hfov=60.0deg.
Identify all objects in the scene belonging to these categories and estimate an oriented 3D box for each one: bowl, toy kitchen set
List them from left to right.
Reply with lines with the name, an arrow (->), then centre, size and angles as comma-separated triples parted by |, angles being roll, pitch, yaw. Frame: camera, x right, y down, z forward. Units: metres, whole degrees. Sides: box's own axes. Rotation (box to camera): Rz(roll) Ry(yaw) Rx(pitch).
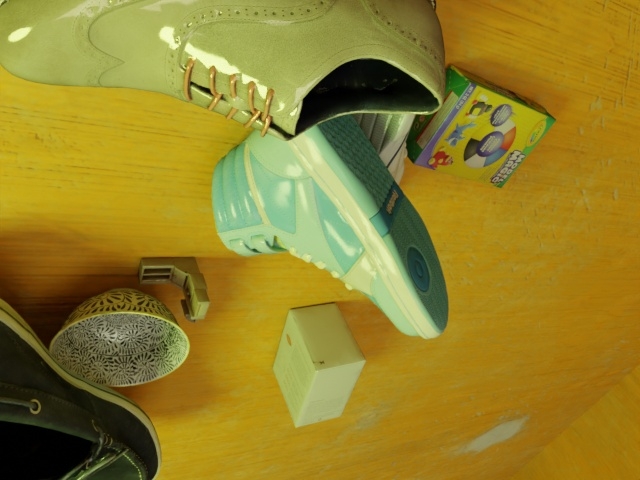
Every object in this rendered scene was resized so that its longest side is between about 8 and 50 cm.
bowl -> -0.261, 0.115, 0.731 | 0.170, 0.080, 0.170 | -9, 139, -8
toy kitchen set -> -0.197, 0.075, 0.732 | 0.075, 0.083, 0.068 | 0, 131, -31

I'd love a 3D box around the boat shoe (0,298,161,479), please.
boat shoe -> -0.343, 0.244, 0.671 | 0.187, 0.156, 0.500 | -17, 140, -2

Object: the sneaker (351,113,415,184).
sneaker -> 0.069, -0.122, 0.696 | 0.091, 0.094, 0.258 | -25, 148, -45

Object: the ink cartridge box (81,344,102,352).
ink cartridge box -> -0.351, 0.167, 0.781 | 0.048, 0.028, 0.083 | 23, 118, -43

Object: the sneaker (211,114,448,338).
sneaker -> 0.000, 0.000, 0.655 | 0.208, 0.319, 0.127 | -27, -170, 30

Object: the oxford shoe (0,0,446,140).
oxford shoe -> -0.072, -0.162, 0.469 | 0.397, 0.146, 0.140 | -8, 164, -11

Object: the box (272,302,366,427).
box -> -0.008, 0.214, 0.955 | 0.091, 0.130, 0.170 | -5, 135, -25

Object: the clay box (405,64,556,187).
clay box -> 0.230, -0.148, 0.774 | 0.222, 0.053, 0.127 | 8, 128, -35
